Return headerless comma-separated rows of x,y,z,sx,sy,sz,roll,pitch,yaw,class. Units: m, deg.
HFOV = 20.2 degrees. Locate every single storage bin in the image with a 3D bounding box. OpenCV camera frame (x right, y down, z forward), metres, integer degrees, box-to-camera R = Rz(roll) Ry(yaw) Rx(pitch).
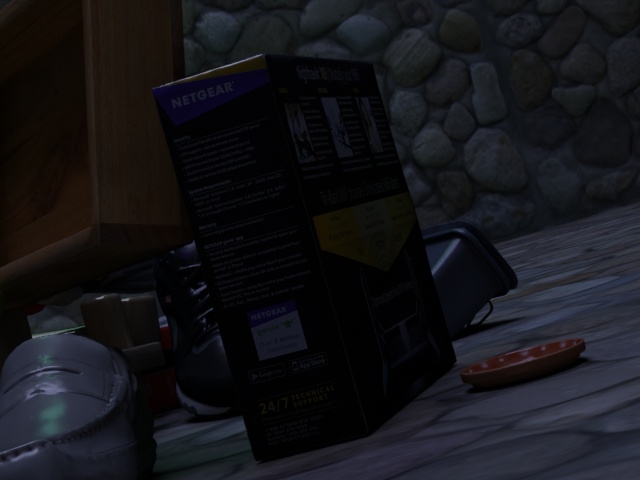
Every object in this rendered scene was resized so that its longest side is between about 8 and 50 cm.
0.103,0.053,1.653,0.091,0.098,0.135,-47,16,-26,storage bin

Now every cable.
-0.219,0.047,1.681,0.139,0.072,0.287,-34,-21,18,cable

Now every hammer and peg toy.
-0.276,0.137,1.557,0.266,0.127,0.361,-16,-3,17,hammer and peg toy

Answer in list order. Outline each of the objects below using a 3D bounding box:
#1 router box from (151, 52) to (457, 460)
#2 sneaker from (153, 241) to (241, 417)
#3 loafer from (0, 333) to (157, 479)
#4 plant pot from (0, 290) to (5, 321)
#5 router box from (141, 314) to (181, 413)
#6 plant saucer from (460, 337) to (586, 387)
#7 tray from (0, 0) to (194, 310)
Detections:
0.000,0.000,1.240,0.081,0.243,0.309,-15,0,15,router box
-0.102,0.055,1.569,0.107,0.124,0.283,-23,23,-9,sneaker
-0.165,0.115,1.097,0.112,0.111,0.319,-16,0,-1,loafer
-0.392,0.099,1.268,0.227,0.207,0.228,-7,-28,36,plant pot
-0.085,0.101,1.869,0.301,0.082,0.335,-16,1,9,router box
0.132,0.081,1.171,0.083,0.013,0.083,-16,1,0,plant saucer
-0.207,-0.067,1.342,0.076,0.203,0.411,0,-9,-27,tray
